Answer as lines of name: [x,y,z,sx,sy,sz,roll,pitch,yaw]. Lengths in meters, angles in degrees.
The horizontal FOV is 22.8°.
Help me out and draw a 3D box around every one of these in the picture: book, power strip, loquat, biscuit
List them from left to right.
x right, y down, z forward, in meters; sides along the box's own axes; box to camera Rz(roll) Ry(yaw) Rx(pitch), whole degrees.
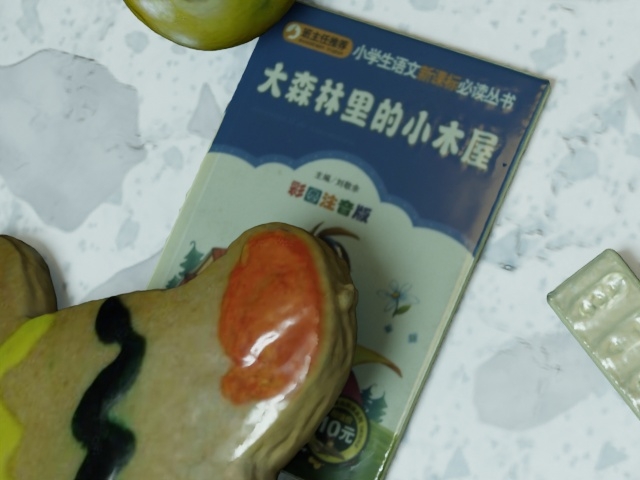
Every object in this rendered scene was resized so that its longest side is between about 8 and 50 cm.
biscuit: [-0.171,0.165,1.066,0.394,0.076,0.368,-1,70,33]
loquat: [-0.076,-0.208,1.118,0.152,0.195,0.152,4,114,9]
book: [0.000,0.000,1.123,0.228,0.018,0.322,21,85,23]
power strip: [0.203,0.068,1.024,0.056,0.032,0.123,-39,68,9]
